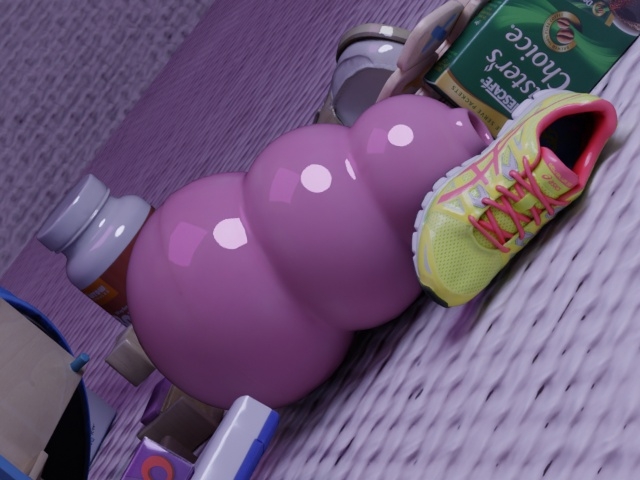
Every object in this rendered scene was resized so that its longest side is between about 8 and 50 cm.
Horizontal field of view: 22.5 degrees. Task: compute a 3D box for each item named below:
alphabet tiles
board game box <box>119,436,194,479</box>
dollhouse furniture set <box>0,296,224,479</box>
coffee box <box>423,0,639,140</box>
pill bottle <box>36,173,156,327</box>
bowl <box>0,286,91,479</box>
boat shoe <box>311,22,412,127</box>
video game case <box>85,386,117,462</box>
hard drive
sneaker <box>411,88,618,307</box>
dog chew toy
[{"bbox_3d":[0.136,-0.176,1.429,0.278,0.021,0.284,-37,-18,-43],"label":"alphabet tiles"},{"bbox_3d":[-0.201,0.315,1.124,0.347,0.056,0.208,-61,-2,-23],"label":"board game box"},{"bbox_3d":[-0.281,0.177,1.468,0.198,0.303,0.286,-40,18,29],"label":"dollhouse furniture set"},{"bbox_3d":[0.187,-0.166,1.336,0.184,0.113,0.040,-48,19,3],"label":"coffee box"},{"bbox_3d":[-0.195,0.030,1.739,0.121,0.216,0.121,-46,15,16],"label":"pill bottle"},{"bbox_3d":[-0.358,0.223,1.503,0.077,0.391,0.391,8,52,32],"label":"bowl"},{"bbox_3d":[0.050,-0.114,1.566,0.302,0.113,0.103,109,176,-73],"label":"boat shoe"},{"bbox_3d":[-0.369,0.317,1.845,0.269,0.061,0.244,-38,18,39],"label":"video game case"},{"bbox_3d":[-0.138,0.288,1.202,0.318,0.040,0.210,-61,2,-37],"label":"hard drive"},{"bbox_3d":[0.147,-0.038,1.201,0.208,0.081,0.094,-53,18,-15],"label":"sneaker"},{"bbox_3d":[0.000,0.000,1.328,0.332,0.206,0.206,-34,20,21],"label":"dog chew toy"}]
